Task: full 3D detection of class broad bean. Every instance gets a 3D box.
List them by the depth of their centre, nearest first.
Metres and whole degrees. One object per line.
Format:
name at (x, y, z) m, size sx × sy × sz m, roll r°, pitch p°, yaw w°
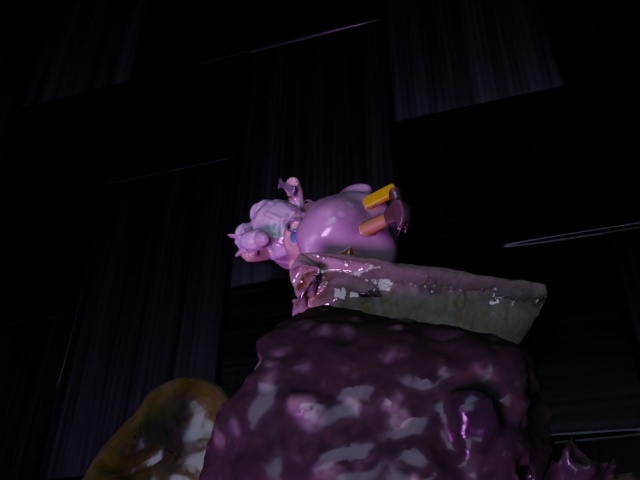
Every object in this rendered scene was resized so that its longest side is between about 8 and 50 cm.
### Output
broad bean at (-0.160, 0.227, 0.644) m, size 0.153 × 0.072 × 0.206 m, roll 4°, pitch 47°, yaw 21°

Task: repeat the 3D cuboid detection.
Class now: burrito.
burrito at (0.081, 0.057, 0.615) m, size 0.226 × 0.086 × 0.060 m, roll 11°, pitch 18°, yaw -4°

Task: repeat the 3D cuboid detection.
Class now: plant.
plant at (0.092, 0.183, 0.477) m, size 0.312 × 0.213 × 0.215 m, roll 20°, pitch 64°, yaw 33°

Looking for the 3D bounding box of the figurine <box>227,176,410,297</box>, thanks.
figurine at (0.000, 0.000, 0.708) m, size 0.229 × 0.112 × 0.137 m, roll 11°, pitch 55°, yaw 41°
